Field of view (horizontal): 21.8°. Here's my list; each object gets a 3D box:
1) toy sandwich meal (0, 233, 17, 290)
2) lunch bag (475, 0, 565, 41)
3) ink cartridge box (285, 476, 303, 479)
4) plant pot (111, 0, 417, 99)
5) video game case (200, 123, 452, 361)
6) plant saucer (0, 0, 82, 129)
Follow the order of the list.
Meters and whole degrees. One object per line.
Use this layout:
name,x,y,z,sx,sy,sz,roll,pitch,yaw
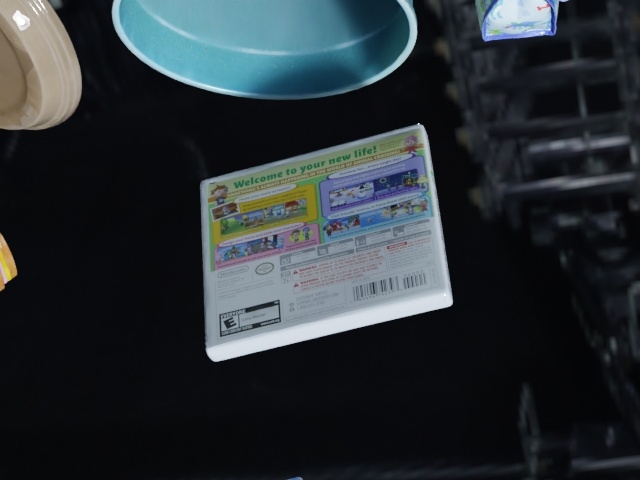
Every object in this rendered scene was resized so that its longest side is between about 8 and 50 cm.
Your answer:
toy sandwich meal,-0.264,0.000,1.273,0.029,0.086,0.085,-28,-143,-20
lunch bag,0.199,-0.288,1.678,0.096,0.151,0.129,-6,-106,6
ink cartridge box,-0.031,0.384,1.545,0.151,0.270,0.395,-20,180,-5
plant pot,-0.045,-0.303,1.529,0.271,0.272,0.255,-4,-114,15
video game case,0.000,0.000,1.440,0.212,0.023,0.193,-14,-130,11
plant saucer,-0.361,-0.213,1.672,0.277,0.278,0.041,14,-129,35
